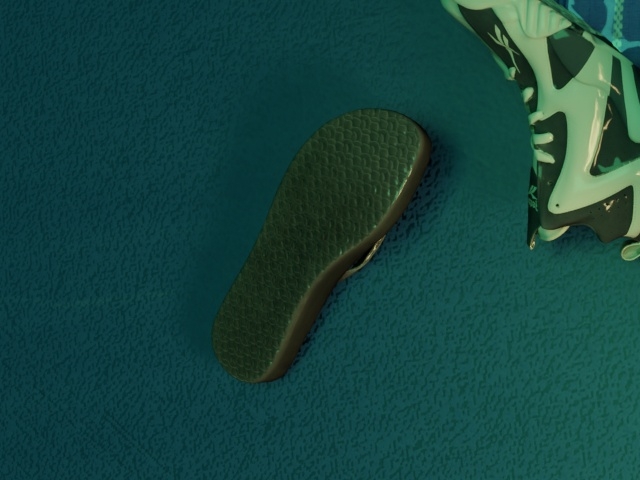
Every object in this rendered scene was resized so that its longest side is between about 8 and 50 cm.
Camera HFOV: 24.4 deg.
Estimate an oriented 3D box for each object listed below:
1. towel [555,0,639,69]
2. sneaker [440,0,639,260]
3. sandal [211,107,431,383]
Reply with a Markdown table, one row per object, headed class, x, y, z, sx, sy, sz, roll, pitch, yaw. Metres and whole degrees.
| class | x | y | z | sx | sy | sz | roll | pitch | yaw |
| --- | --- | --- | --- | --- | --- | --- | --- | --- | --- |
| towel | 0.323 | -0.238 | 1.009 | 0.336 | 0.040 | 0.243 | 2 | 89 | 25 |
| sneaker | 0.157 | -0.075 | 1.029 | 0.235 | 0.094 | 0.153 | 31 | 105 | -4 |
| sandal | -0.001 | 0.000 | 1.148 | 0.097 | 0.054 | 0.254 | 49 | 116 | 27 |
